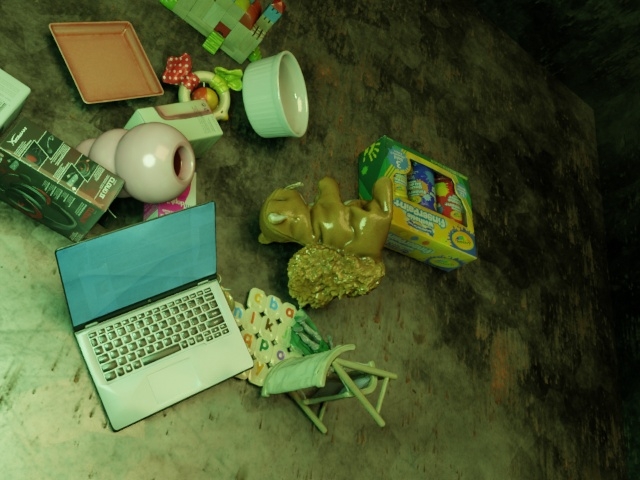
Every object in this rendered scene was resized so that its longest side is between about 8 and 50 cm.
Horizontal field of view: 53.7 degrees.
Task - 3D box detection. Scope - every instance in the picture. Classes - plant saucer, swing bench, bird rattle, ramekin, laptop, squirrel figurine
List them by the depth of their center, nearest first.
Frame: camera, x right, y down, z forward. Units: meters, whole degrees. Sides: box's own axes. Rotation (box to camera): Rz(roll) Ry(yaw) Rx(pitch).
[{"bbox_3d":[-0.370,0.177,1.500,0.382,0.236,0.407,-21,82,-28],"label":"laptop"},{"bbox_3d":[0.023,0.391,1.725,0.255,0.253,0.165,39,52,-26],"label":"swing bench"},{"bbox_3d":[-0.623,-0.512,1.837,0.258,0.048,0.259,-21,83,-43],"label":"plant saucer"},{"bbox_3d":[0.000,0.000,1.900,0.371,0.281,0.396,6,72,-17],"label":"squirrel figurine"},{"bbox_3d":[-0.367,-0.473,1.975,0.254,0.143,0.206,-1,85,-36],"label":"bird rattle"},{"bbox_3d":[-0.147,-0.466,2.061,0.277,0.135,0.277,-6,90,-72],"label":"ramekin"}]

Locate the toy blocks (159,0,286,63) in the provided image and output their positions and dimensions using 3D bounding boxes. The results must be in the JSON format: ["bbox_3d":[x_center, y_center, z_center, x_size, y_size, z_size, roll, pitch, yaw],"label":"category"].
[{"bbox_3d":[-0.299,-0.772,2.085,0.381,0.261,0.190,35,50,-20],"label":"toy blocks"}]

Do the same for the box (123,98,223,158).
[{"bbox_3d":[-0.427,-0.305,1.817,0.232,0.149,0.126,-22,82,-44],"label":"box"}]

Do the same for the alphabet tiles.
[{"bbox_3d":[-0.160,0.285,1.815,0.284,0.021,0.277,28,53,-25],"label":"alphabet tiles"}]

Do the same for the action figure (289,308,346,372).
[{"bbox_3d":[0.002,0.322,1.883,0.232,0.064,0.137,51,39,-27],"label":"action figure"}]

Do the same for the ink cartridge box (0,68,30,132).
[{"bbox_3d":[-0.868,-0.295,1.470,0.226,0.131,0.306,36,51,-20],"label":"ink cartridge box"}]

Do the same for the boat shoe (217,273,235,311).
[{"bbox_3d":[-0.345,0.111,1.703,0.285,0.089,0.104,34,49,-17],"label":"boat shoe"}]

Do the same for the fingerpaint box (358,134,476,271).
[{"bbox_3d":[0.362,-0.130,2.351,0.445,0.163,0.371,21,56,-29],"label":"fingerpaint box"}]

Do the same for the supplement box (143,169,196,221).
[{"bbox_3d":[-0.416,-0.091,1.742,0.111,0.114,0.220,12,62,-35],"label":"supplement box"}]

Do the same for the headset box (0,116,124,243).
[{"bbox_3d":[-0.628,-0.126,1.515,0.293,0.218,0.110,35,52,-21],"label":"headset box"}]

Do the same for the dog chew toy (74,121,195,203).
[{"bbox_3d":[-0.492,-0.198,1.616,0.207,0.332,0.206,3,90,-70],"label":"dog chew toy"}]
